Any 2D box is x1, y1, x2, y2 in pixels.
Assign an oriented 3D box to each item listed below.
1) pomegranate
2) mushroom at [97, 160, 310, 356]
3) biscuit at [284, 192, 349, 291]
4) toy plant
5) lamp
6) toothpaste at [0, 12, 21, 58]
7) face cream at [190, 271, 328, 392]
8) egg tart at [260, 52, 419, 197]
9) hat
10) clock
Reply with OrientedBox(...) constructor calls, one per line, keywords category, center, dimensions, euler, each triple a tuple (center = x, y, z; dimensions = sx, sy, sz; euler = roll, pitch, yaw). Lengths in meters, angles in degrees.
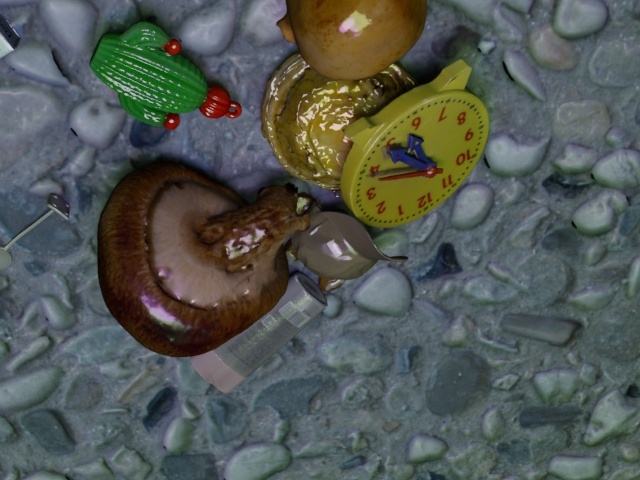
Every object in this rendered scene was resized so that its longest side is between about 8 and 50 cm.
OrientedBox(category="pomegranate", center=(0.053, -0.351, 1.465), dimensions=(0.233, 0.233, 0.233), euler=(-3, 119, -5))
OrientedBox(category="mushroom", center=(-0.195, 0.009, 1.599), dimensions=(0.345, 0.345, 0.259), euler=(31, 136, -21))
OrientedBox(category="biscuit", center=(0.000, 0.000, 1.763), dimensions=(0.138, 0.031, 0.205), euler=(-32, 116, 11))
OrientedBox(category="toy plant", center=(-0.253, -0.246, 1.565), dimensions=(0.155, 0.088, 0.240), euler=(-28, 130, 22))
OrientedBox(category="lamp", center=(-0.508, -0.006, 1.688), dimensions=(0.198, 0.056, 0.050), euler=(-38, 120, 17))
OrientedBox(category="toothpaste", center=(-0.576, -0.393, 1.451), dimensions=(0.089, 0.071, 0.313), euler=(-31, 118, 8))
OrientedBox(category="face cream", center=(-0.113, 0.170, 1.818), dimensions=(0.269, 0.073, 0.107), euler=(-41, 111, 15))
OrientedBox(category="egg tart", center=(0.041, -0.184, 1.620), dimensions=(0.291, 0.107, 0.290), euler=(-2, 119, -4))
OrientedBox(category="hat", center=(0.044, 0.029, 1.674), dimensions=(0.166, 0.173, 0.144), euler=(38, 99, -24))
OrientedBox(category="clock", center=(0.162, -0.131, 1.606), dimensions=(0.277, 0.071, 0.293), euler=(-35, 147, -6))
